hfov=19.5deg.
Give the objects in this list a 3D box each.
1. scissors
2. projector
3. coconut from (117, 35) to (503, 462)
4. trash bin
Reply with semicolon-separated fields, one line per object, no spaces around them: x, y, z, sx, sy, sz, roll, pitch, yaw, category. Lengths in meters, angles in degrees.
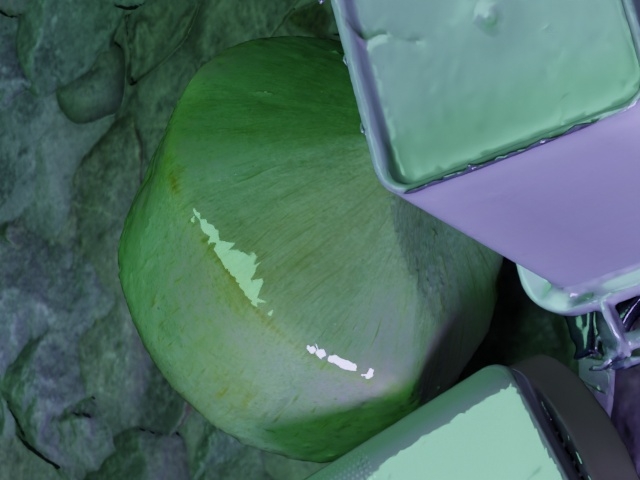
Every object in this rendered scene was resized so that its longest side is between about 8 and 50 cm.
0.206;0.103;1.383;0.109;0.022;0.300;1;87;37;scissors
0.115;0.198;1.299;0.242;0.177;0.163;-34;67;16;projector
0.000;0.000;1.386;0.328;0.281;0.328;-167;90;-72;coconut
0.175;-0.087;1.192;0.255;0.367;0.296;-19;75;24;trash bin
